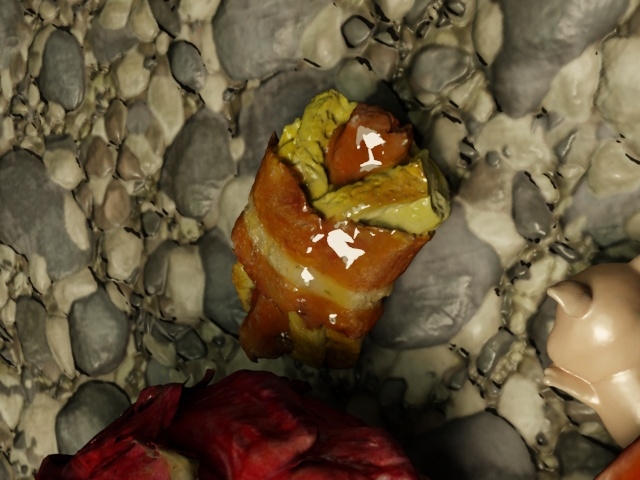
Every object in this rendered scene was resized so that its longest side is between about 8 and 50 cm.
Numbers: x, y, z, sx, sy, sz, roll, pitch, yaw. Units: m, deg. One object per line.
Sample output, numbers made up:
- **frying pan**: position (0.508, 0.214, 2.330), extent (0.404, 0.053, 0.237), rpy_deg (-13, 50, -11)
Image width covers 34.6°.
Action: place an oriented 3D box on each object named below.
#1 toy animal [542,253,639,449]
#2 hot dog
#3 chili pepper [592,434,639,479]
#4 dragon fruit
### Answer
- **toy animal**: position (0.196, 0.073, 0.632), extent (0.089, 0.083, 0.150), rpy_deg (-26, 98, 44)
- **hot dog**: position (0.000, 0.000, 0.725), extent (0.146, 0.103, 0.213), rpy_deg (34, 112, 23)
- **chili pepper**: position (0.252, 0.207, 0.559), extent (0.251, 0.229, 0.305), rpy_deg (29, 130, -15)
- **dragon fruit**: position (-0.066, 0.242, 0.665), extent (0.329, 0.329, 0.329), rpy_deg (3, 97, 30)
